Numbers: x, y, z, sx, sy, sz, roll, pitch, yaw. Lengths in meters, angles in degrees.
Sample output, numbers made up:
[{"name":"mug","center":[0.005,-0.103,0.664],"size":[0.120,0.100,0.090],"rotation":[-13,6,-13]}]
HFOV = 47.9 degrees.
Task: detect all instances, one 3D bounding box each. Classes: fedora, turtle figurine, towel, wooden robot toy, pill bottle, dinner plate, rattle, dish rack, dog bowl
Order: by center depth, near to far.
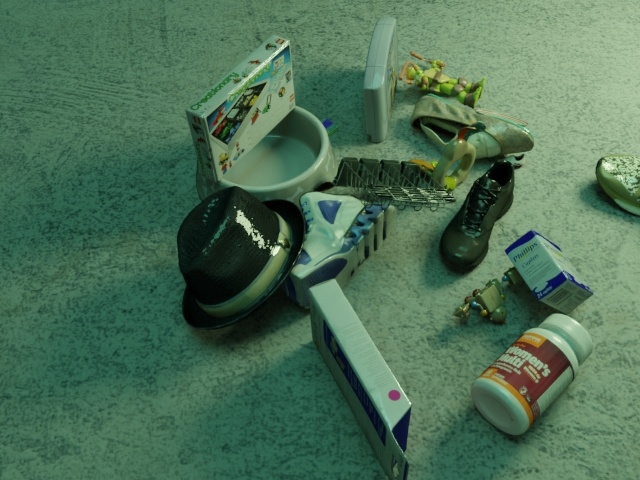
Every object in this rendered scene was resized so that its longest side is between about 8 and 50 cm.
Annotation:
[{"name":"pill bottle","center":[0.384,0.236,1.297],"size":[0.221,0.121,0.121],"rotation":[-37,57,-24]},{"name":"fedora","center":[-0.190,0.009,1.432],"size":[0.334,0.152,0.334],"rotation":[-26,35,20]},{"name":"wooden robot toy","center":[0.346,0.128,1.442],"size":[0.173,0.076,0.079],"rotation":[-34,91,-23]},{"name":"dish rack","center":[0.159,-0.111,1.537],"size":[0.209,0.074,0.271],"rotation":[1,23,-17]},{"name":"rattle","center":[0.282,-0.216,1.628],"size":[0.130,0.199,0.142],"rotation":[-20,52,-13]},{"name":"dog bowl","center":[-0.131,-0.194,1.703],"size":[0.349,0.102,0.348],"rotation":[-1,51,2]},{"name":"dinner plate","center":[0.443,-0.299,1.770],"size":[0.141,0.017,0.141],"rotation":[13,20,-5]},{"name":"towel","center":[0.000,-0.294,1.836],"size":[0.060,0.009,0.083],"rotation":[-34,56,-23]},{"name":"turtle figurine","center":[0.303,-0.403,1.848],"size":[0.218,0.087,0.269],"rotation":[22,26,12]}]

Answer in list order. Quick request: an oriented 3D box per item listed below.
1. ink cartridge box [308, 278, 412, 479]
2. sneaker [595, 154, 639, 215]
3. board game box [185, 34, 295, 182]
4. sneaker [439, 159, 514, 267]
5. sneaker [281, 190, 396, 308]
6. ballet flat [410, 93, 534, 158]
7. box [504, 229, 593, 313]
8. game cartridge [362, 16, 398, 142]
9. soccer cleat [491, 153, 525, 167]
[{"name":"ink cartridge box","center":[0.081,0.257,1.263],"size":[0.069,0.175,0.370],"rotation":[-19,52,-13]},{"name":"sneaker","center":[0.808,-0.134,1.538],"size":[0.411,0.182,0.158],"rotation":[18,54,18]},{"name":"board game box","center":[-0.167,-0.294,1.597],"size":[0.053,0.192,0.305],"rotation":[26,56,23]},{"name":"sneaker","center":[0.338,-0.065,1.547],"size":[0.109,0.130,0.286],"rotation":[21,56,18]},{"name":"sneaker","center":[0.001,-0.001,1.531],"size":[0.182,0.127,0.315],"rotation":[27,50,28]},{"name":"ballet flat","center":[0.353,-0.254,1.733],"size":[0.316,0.107,0.106],"rotation":[27,69,32]},{"name":"box","center":[0.453,0.063,1.427],"size":[0.072,0.126,0.137],"rotation":[-44,49,21]},{"name":"game cartridge","center":[0.155,-0.417,1.807],"size":[0.062,0.198,0.297],"rotation":[7,52,9]},{"name":"soccer cleat","center":[0.444,-0.186,1.700],"size":[0.083,0.035,0.029],"rotation":[-10,51,-5]}]
